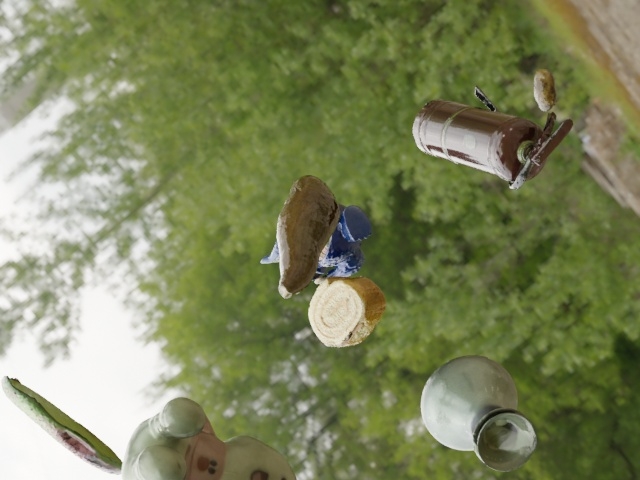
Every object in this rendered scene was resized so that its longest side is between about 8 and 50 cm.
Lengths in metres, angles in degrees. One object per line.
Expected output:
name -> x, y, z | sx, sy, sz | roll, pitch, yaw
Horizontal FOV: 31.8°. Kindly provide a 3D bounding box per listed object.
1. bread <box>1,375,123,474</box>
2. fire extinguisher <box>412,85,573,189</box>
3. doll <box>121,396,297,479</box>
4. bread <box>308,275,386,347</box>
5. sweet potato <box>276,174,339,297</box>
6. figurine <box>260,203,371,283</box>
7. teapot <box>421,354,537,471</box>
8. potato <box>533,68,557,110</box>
bread -> -0.377, 0.273, 1.638 | 0.228, 0.033, 0.228 | 35, 167, 9
fire extinguisher -> 0.264, -0.162, 1.712 | 0.105, 0.141, 0.341 | 21, -176, -25
doll -> -0.108, 0.259, 1.195 | 0.275, 0.113, 0.154 | 40, -137, -40
bread -> 0.042, 0.126, 2.050 | 0.073, 0.149, 0.122 | -9, -127, -46
sweet potato -> -0.015, -0.013, 1.409 | 0.077, 0.077, 0.243 | 49, -157, -22
figurine -> 0.009, 0.000, 2.134 | 0.164, 0.262, 0.120 | 26, -120, -16
teapot -> 0.289, 0.316, 2.003 | 0.183, 0.183, 0.251 | 50, 180, -16
potato -> 0.427, -0.287, 2.141 | 0.051, 0.040, 0.083 | 148, 116, -66
